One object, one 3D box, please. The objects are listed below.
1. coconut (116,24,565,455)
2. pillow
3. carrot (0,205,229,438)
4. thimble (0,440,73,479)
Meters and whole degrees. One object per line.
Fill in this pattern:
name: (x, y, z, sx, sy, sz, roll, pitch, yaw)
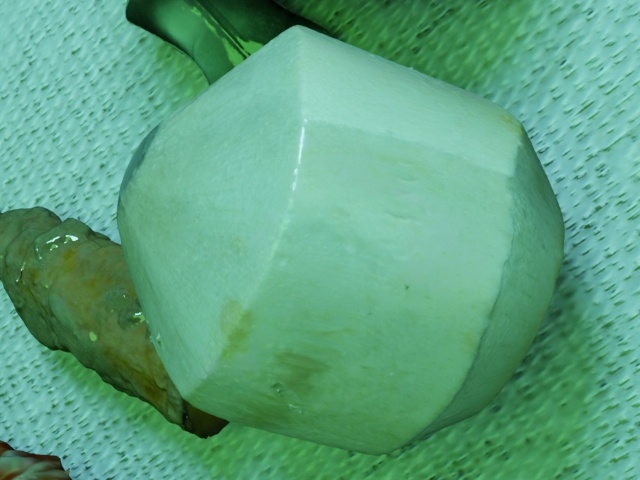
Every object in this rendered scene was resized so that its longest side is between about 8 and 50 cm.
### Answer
coconut: (0.000, -0.002, 0.660, 0.241, 0.241, 0.241, -1, 88, 26)
pillow: (-0.061, -0.139, 0.793, 0.091, 0.055, 0.135, -36, 75, -12)
carrot: (-0.150, 0.035, 0.824, 0.263, 0.102, 0.102, 28, 100, 30)
thimble: (-0.333, 0.237, 0.761, 0.350, 0.350, 0.230, 17, 96, 25)
